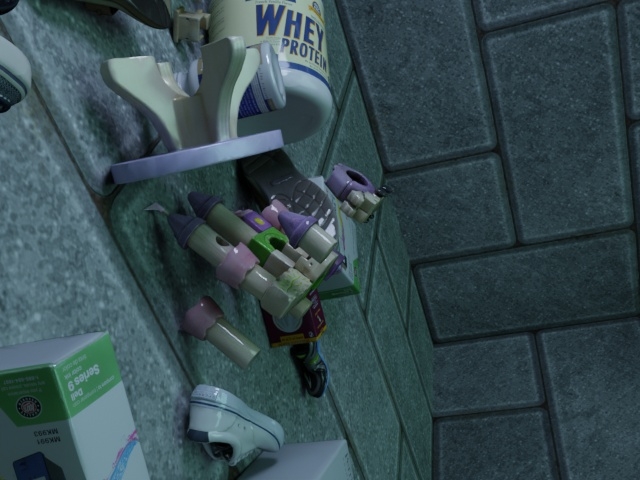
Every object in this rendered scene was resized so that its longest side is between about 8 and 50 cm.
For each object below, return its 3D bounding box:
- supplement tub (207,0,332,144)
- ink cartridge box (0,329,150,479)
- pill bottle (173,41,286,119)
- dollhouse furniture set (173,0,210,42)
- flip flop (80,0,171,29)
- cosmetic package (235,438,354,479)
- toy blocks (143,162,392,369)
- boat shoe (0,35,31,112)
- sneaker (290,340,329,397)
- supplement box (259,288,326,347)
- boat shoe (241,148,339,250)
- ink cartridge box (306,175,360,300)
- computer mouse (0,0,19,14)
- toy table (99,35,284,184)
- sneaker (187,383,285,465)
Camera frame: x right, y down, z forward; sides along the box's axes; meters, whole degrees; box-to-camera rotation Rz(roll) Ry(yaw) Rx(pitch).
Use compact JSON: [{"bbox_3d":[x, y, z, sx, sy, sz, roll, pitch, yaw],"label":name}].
[{"bbox_3d":[-0.103,-0.377,1.365,0.235,0.235,0.325,45,38,-63],"label":"supplement tub"},{"bbox_3d":[-0.249,0.204,0.629,0.093,0.154,0.213,-45,123,-71],"label":"ink cartridge box"},{"bbox_3d":[-0.159,-0.253,1.155,0.112,0.186,0.112,-12,90,-83],"label":"pill bottle"},{"bbox_3d":[-0.242,-0.464,1.266,0.182,0.101,0.161,-74,174,-59],"label":"dollhouse furniture set"},{"bbox_3d":[-0.306,-0.355,0.956,0.277,0.080,0.112,-14,99,-59],"label":"flip flop"},{"bbox_3d":[-0.064,0.495,1.074,0.453,0.161,0.230,-15,95,-75],"label":"cosmetic package"},{"bbox_3d":[-0.101,-0.016,1.129,0.260,0.309,0.288,38,24,8],"label":"toy blocks"},{"bbox_3d":[-0.366,-0.108,0.525,0.340,0.127,0.158,10,76,-65],"label":"boat shoe"},{"bbox_3d":[-0.031,0.257,1.542,0.078,0.067,0.188,-12,93,-53],"label":"sneaker"},{"bbox_3d":[-0.064,0.113,1.418,0.081,0.104,0.188,-45,122,-70],"label":"supplement box"},{"bbox_3d":[-0.054,-0.059,1.388,0.116,0.123,0.324,85,-20,-49],"label":"boat shoe"},{"bbox_3d":[0.000,0.000,1.689,0.278,0.117,0.202,50,33,-59],"label":"ink cartridge box"},{"bbox_3d":[-0.389,-0.255,0.673,0.242,0.041,0.071,-27,97,-67],"label":"computer mouse"},{"bbox_3d":[-0.181,-0.187,0.998,0.274,0.252,0.161,-23,106,-52],"label":"toy table"},{"bbox_3d":[-0.139,0.307,1.100,0.258,0.094,0.091,50,51,-52],"label":"sneaker"}]
